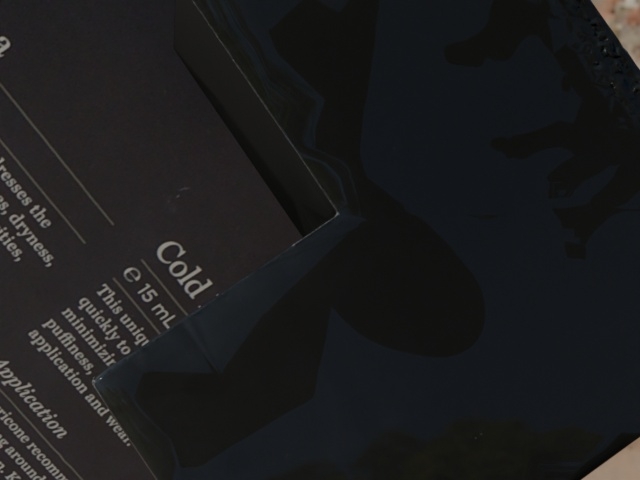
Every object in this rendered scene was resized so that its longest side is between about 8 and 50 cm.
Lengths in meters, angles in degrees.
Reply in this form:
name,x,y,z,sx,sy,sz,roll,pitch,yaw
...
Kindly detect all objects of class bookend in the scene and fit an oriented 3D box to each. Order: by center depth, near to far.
name,x,y,z,sx,sy,sz,roll,pitch,yaw
bookend,0.000,0.000,0.342,0.157,0.156,0.072,-35,-3,-10

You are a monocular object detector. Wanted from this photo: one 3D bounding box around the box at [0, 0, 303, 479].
name,x,y,z,sx,sy,sz,roll,pitch,yaw
box,-0.050,-0.053,0.597,0.312,0.343,0.179,-31,24,10
